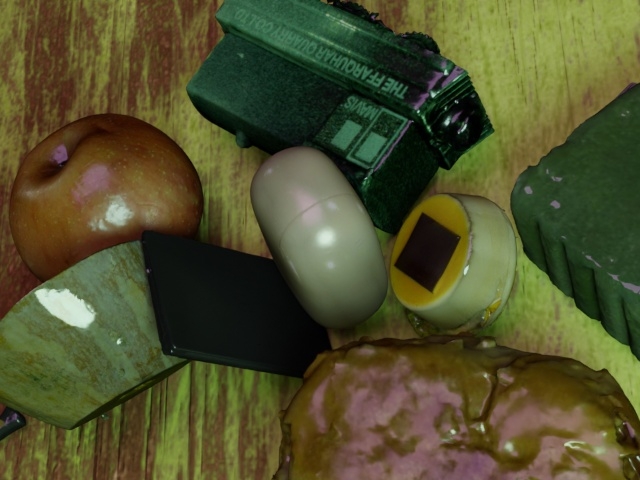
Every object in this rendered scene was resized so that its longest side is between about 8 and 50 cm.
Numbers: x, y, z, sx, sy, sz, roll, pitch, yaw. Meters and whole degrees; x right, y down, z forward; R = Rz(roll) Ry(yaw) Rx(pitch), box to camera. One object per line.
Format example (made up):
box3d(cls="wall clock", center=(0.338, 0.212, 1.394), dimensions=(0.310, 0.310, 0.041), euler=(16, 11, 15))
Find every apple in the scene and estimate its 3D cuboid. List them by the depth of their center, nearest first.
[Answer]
box3d(cls="apple", center=(-0.215, -0.040, 1.328), dimensions=(0.201, 0.162, 0.201), euler=(-16, 48, 18))

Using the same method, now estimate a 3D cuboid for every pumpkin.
box3d(cls="pumpkin", center=(-0.198, 0.107, 1.235), dimensions=(0.217, 0.217, 0.110), euler=(-41, 75, -6))

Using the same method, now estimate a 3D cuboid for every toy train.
box3d(cls="toy train", center=(0.005, -0.144, 1.337), dimensions=(0.330, 0.138, 0.178), euler=(29, 79, 31))

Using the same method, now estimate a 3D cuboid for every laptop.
box3d(cls="laptop", center=(-0.074, 0.062, 1.229), dimensions=(0.016, 0.197, 0.135), euler=(-43, 49, 33))

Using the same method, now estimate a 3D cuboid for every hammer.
box3d(cls="hammer", center=(-0.376, 0.233, 1.325), dimensions=(0.201, 0.021, 0.078), euler=(-35, 57, -1))

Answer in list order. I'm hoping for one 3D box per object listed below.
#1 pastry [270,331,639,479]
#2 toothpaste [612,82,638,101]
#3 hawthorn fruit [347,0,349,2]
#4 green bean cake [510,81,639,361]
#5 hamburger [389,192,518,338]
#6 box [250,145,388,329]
box3d(cls="pastry", center=(0.117, 0.201, 1.084), dimensions=(0.311, 0.162, 0.255), euler=(17, 71, 25))
box3d(cls="toothpaste", center=(0.261, -0.095, 1.279), dimensions=(0.170, 0.028, 0.045), euler=(-45, 64, -6))
box3d(cls="hawthorn fruit", center=(0.036, -0.296, 1.462), dimensions=(0.067, 0.067, 0.103), euler=(18, 95, 27))
box3d(cls="green bean cake", center=(0.309, -0.024, 1.166), dimensions=(0.227, 0.125, 0.222), euler=(-40, 54, -7))
box3d(cls="hamburger", center=(0.122, 0.027, 1.215), dimensions=(0.126, 0.081, 0.141), euler=(7, 78, 56))
box3d(cls="box", center=(0.000, 0.000, 1.214), dimensions=(0.088, 0.200, 0.146), euler=(-30, 64, -5))
